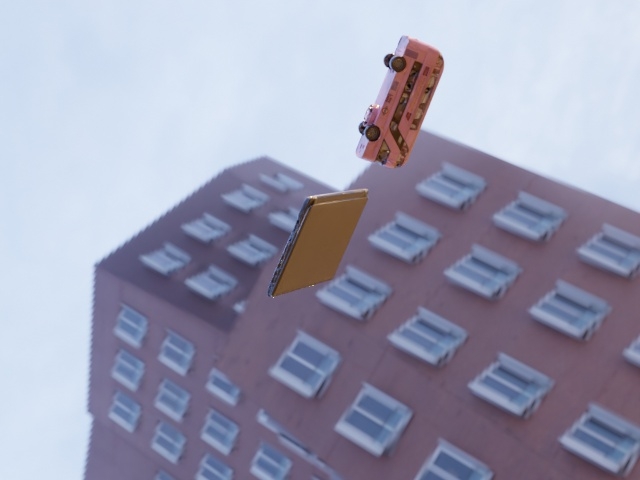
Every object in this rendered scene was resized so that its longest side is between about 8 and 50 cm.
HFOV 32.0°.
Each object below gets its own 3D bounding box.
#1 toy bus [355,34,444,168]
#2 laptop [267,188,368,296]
[{"bbox_3d":[0.123,-0.213,1.735,0.090,0.063,0.203,20,-79,-14],"label":"toy bus"},{"bbox_3d":[0.000,0.000,1.331,0.180,0.016,0.129,-10,-53,-65],"label":"laptop"}]
